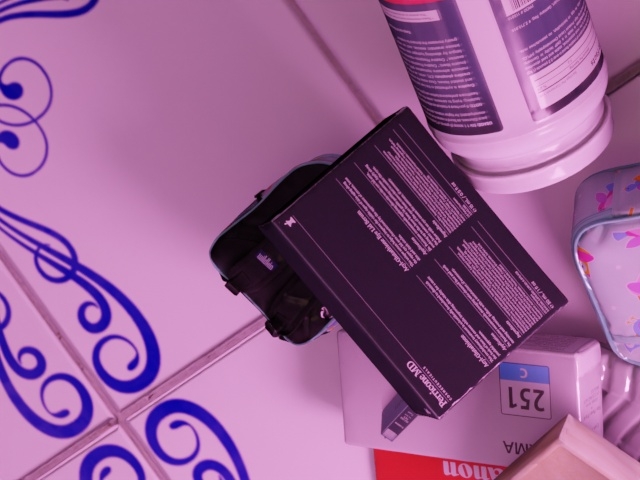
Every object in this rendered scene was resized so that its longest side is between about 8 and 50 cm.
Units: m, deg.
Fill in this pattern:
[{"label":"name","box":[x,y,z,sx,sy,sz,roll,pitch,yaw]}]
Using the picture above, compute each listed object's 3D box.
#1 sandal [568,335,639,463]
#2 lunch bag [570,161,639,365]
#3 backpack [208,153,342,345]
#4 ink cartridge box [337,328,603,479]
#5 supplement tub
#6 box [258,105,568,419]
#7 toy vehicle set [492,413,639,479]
[{"label":"sandal","box":[0.416,0.217,1.735,0.416,0.102,0.169,34,122,22]},{"label":"lunch bag","box":[0.408,0.019,1.651,0.279,0.108,0.224,-10,123,23]},{"label":"backpack","box":[0.000,0.000,1.787,0.166,0.144,0.188,46,113,8]},{"label":"ink cartridge box","box":[0.167,0.227,1.805,0.296,0.066,0.261,3,106,32]},{"label":"supplement tub","box":[0.172,-0.203,1.615,0.191,0.191,0.272,-12,121,21]},{"label":"box","box":[0.092,0.025,1.664,0.184,0.103,0.261,-41,94,-13]},{"label":"toy vehicle set","box":[0.318,0.304,1.702,0.267,0.035,0.166,35,139,-3]}]
